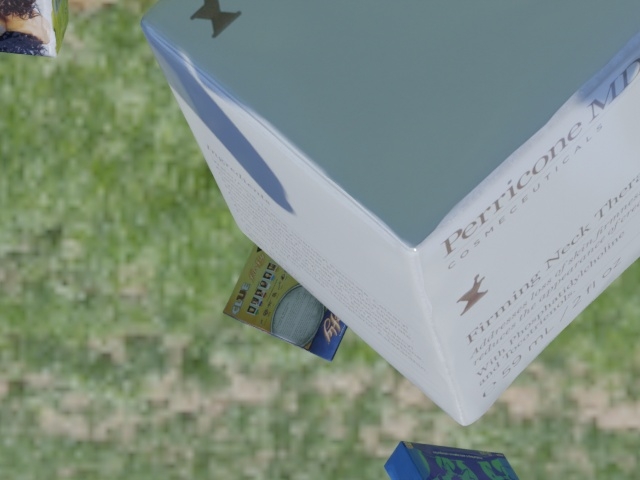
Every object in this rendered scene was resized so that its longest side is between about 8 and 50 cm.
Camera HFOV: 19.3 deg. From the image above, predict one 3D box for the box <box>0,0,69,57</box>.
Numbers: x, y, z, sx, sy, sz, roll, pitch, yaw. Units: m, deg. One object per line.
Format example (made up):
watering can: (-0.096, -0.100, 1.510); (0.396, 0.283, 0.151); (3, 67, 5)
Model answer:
box: (-0.341, -0.218, 1.647); (0.232, 0.058, 0.087); (5, 136, 5)

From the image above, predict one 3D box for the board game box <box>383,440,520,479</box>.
board game box: (0.185, 0.324, 2.163); (0.160, 0.210, 0.047); (10, 123, -35)

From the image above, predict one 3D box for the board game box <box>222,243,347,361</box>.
board game box: (0.000, 0.000, 2.144); (0.042, 0.243, 0.165); (29, 175, -41)

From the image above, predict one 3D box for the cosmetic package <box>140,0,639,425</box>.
cosmetic package: (0.104, -0.109, 1.644); (0.327, 0.329, 0.393); (41, 169, 25)
